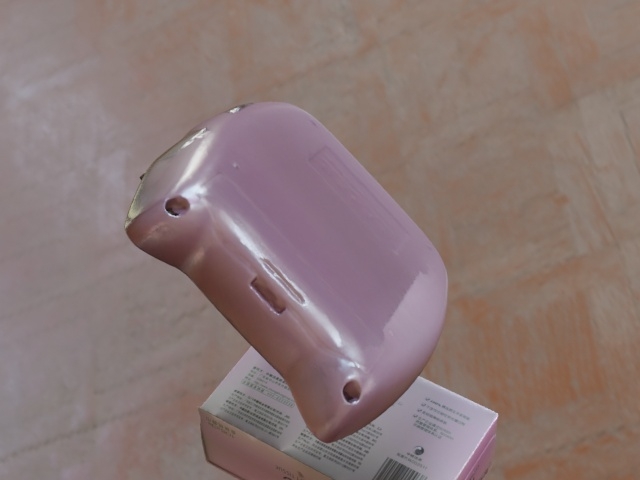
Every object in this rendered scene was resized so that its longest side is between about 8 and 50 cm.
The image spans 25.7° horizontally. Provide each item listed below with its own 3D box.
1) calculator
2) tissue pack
[{"bbox_3d":[0.001,-0.001,0.820,0.043,0.194,0.294,-43,1,22],"label":"calculator"},{"bbox_3d":[0.028,0.186,1.322,0.246,0.092,0.148,24,52,23],"label":"tissue pack"}]
